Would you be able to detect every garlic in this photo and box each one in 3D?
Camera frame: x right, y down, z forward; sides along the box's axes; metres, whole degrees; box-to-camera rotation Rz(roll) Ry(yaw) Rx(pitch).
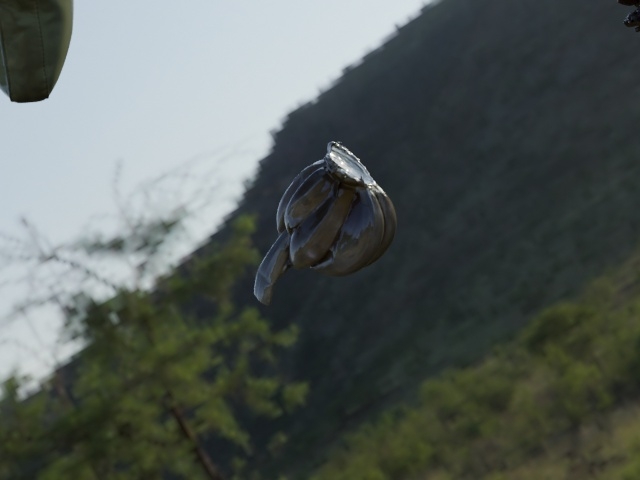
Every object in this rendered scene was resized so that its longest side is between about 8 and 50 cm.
[{"bbox_3d":[0.000,0.000,1.779,0.194,0.127,0.131,-52,21,8],"label":"garlic"}]

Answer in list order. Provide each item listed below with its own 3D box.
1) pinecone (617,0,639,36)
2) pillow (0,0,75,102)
[{"bbox_3d":[0.406,-0.284,1.875,0.121,0.140,0.140,-60,-10,3],"label":"pinecone"},{"bbox_3d":[-0.302,-0.296,1.557,0.120,0.255,0.322,-9,29,-12],"label":"pillow"}]
